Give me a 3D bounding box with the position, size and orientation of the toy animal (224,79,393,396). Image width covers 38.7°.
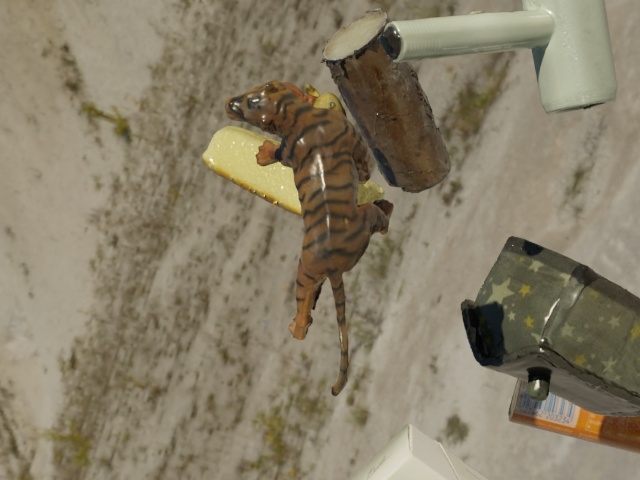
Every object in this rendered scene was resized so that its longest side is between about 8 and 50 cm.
[{"bbox_3d":[0.008,-0.003,0.746,0.116,0.114,0.255,48,-151,-81],"label":"toy animal"}]

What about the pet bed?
[{"bbox_3d":[0.288,0.115,1.052,0.159,0.211,0.183,-61,27,2],"label":"pet bed"}]

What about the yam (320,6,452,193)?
[{"bbox_3d":[0.105,-0.212,1.435,0.131,0.279,0.131,-22,29,13],"label":"yam"}]

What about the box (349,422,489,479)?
[{"bbox_3d":[0.085,0.185,0.547,0.084,0.154,0.040,-48,13,22],"label":"box"}]

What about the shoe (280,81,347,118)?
[{"bbox_3d":[-0.021,-0.192,1.336,0.072,0.109,0.069,-46,-27,-18],"label":"shoe"}]

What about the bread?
[{"bbox_3d":[-0.030,-0.070,1.061,0.188,0.125,0.068,26,97,35],"label":"bread"}]

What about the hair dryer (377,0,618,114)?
[{"bbox_3d":[0.155,-0.170,0.788,0.073,0.236,0.131,-7,92,61],"label":"hair dryer"}]

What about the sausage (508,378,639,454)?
[{"bbox_3d":[0.481,0.300,1.537,0.093,0.312,0.093,13,-90,-84],"label":"sausage"}]
